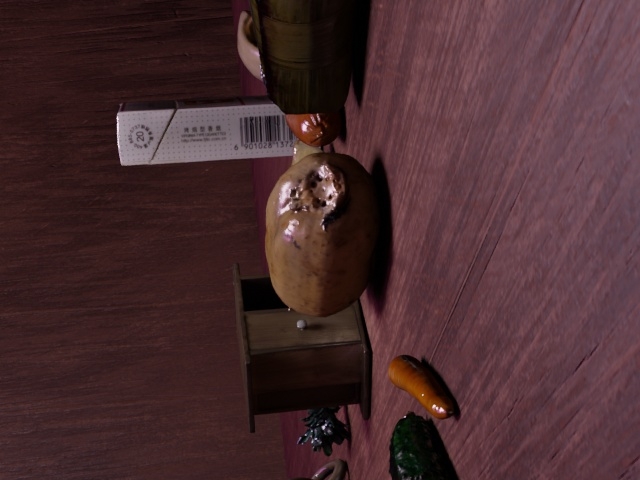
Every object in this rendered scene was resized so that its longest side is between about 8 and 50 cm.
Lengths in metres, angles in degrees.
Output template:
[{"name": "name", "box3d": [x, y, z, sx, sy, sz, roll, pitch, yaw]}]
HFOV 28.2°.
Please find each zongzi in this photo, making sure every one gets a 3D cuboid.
[{"name": "zongzi", "box3d": [-0.035, -0.343, 1.608, 0.286, 0.138, 0.300, 89, 169, -57]}]

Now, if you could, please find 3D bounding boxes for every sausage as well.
[{"name": "sausage", "box3d": [-0.011, -0.182, 1.862, 0.197, 0.076, 0.076, -119, 25, -71]}]

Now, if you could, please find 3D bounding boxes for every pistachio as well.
[{"name": "pistachio", "box3d": [-0.048, -0.290, 1.862, 0.138, 0.153, 0.238, -54, 14, 4]}]

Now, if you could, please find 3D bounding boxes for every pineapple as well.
[{"name": "pineapple", "box3d": [-0.006, 0.246, 2.109, 0.103, 0.083, 0.221, 116, 152, -47]}]

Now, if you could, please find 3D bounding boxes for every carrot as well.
[{"name": "carrot", "box3d": [0.101, 0.147, 1.279, 0.190, 0.037, 0.037, -143, 49, -80]}]

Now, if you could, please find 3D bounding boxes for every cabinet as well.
[{"name": "cabinet", "box3d": [-0.030, 0.141, 1.831, 0.215, 0.175, 0.148, -101, 8, -49]}]

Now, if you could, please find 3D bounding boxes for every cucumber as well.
[{"name": "cucumber", "box3d": [0.102, 0.251, 1.236, 0.293, 0.067, 0.067, -107, 13, -64]}]

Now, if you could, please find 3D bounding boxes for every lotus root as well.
[{"name": "lotus root", "box3d": [0.000, 0.000, 1.593, 0.284, 0.146, 0.160, 91, -170, -63]}]

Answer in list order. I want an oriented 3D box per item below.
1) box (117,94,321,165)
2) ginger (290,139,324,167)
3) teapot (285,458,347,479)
[{"name": "box", "box3d": [-0.174, -0.190, 2.146, 0.210, 0.330, 0.095, -124, 30, -78]}, {"name": "ginger", "box3d": [-0.014, -0.066, 2.007, 0.213, 0.074, 0.137, 84, 178, -59]}, {"name": "teapot", "box3d": [-0.016, 0.467, 2.085, 0.175, 0.185, 0.268, -35, 22, 45]}]
